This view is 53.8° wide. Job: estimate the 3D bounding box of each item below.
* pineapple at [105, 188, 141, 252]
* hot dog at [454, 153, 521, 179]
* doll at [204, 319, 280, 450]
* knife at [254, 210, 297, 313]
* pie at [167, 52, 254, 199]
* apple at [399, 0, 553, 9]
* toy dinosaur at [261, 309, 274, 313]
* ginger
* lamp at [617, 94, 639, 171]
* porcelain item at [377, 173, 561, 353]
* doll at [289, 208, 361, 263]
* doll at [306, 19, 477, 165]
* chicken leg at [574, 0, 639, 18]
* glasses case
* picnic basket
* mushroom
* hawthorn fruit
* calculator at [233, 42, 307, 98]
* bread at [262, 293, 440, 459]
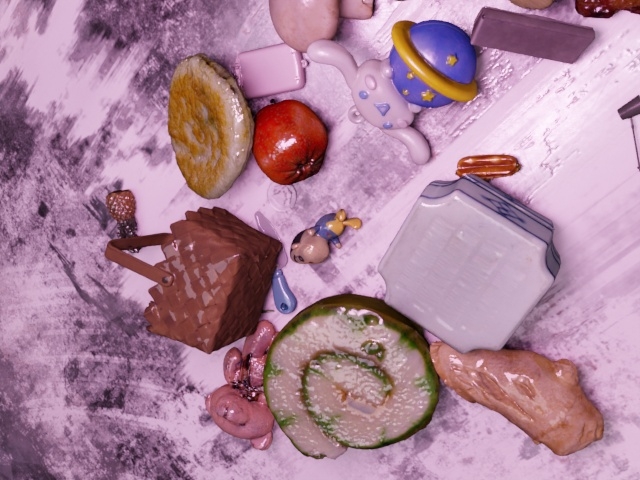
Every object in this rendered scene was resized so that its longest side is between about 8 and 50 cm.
[{"bbox_3d":[-0.479,-0.045,1.558,0.074,0.074,0.159,-4,105,26],"label":"pineapple"},{"bbox_3d":[0.314,-0.137,1.186,0.122,0.037,0.049,2,91,26],"label":"hot dog"},{"bbox_3d":[-0.167,0.338,1.477,0.201,0.156,0.303,26,109,18],"label":"doll"},{"bbox_3d":[-0.100,0.049,1.435,0.058,0.032,0.244,-10,96,31],"label":"knife"},{"bbox_3d":[-0.239,-0.237,1.329,0.323,0.070,0.323,19,115,50],"label":"pie"},{"bbox_3d":[0.249,-0.494,0.990,0.295,0.258,0.233,9,107,19],"label":"apple"},{"bbox_3d":[-0.166,0.163,1.497,0.119,0.029,0.060,-8,84,24],"label":"toy dinosaur"},{"bbox_3d":[0.375,0.284,1.222,0.354,0.126,0.190,22,117,16],"label":"ginger"},{"bbox_3d":[0.541,-0.180,1.070,0.054,0.041,0.121,-27,89,36],"label":"lamp"},{"bbox_3d":[0.274,0.039,1.176,0.281,0.157,0.286,32,120,11],"label":"porcelain item"},{"bbox_3d":[0.000,0.000,1.344,0.179,0.102,0.089,-34,46,32],"label":"doll"},{"bbox_3d":[0.138,-0.315,1.142,0.311,0.160,0.242,28,145,-15],"label":"doll"},{"bbox_3d":[0.548,-0.454,0.971,0.177,0.083,0.322,47,120,-4],"label":"chicken leg"},{"bbox_3d":[0.350,-0.344,1.051,0.190,0.072,0.042,9,73,-5],"label":"glasses case"},{"bbox_3d":[-0.281,0.068,1.390,0.321,0.254,0.291,24,105,17],"label":"picnic basket"},{"bbox_3d":[0.003,-0.451,1.171,0.204,0.204,0.204,7,107,23],"label":"mushroom"},{"bbox_3d":[-0.071,-0.216,1.286,0.157,0.157,0.194,-35,65,28],"label":"hawthorn fruit"},{"bbox_3d":[-0.105,-0.354,1.318,0.175,0.032,0.100,-4,103,25],"label":"calculator"},{"bbox_3d":[0.062,0.304,1.341,0.366,0.129,0.382,21,106,11],"label":"bread"}]
